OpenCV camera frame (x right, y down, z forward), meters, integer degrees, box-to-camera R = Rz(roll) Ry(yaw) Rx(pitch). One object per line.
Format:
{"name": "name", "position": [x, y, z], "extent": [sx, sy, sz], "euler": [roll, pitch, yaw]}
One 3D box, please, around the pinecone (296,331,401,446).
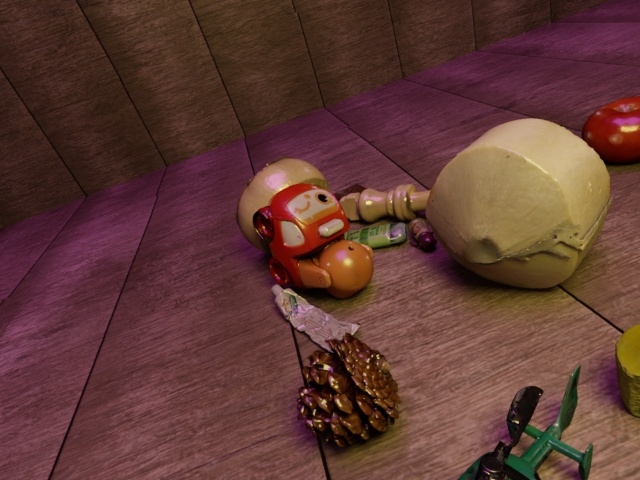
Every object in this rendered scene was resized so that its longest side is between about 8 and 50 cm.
{"name": "pinecone", "position": [0.038, 0.232, 0.618], "extent": [0.174, 0.173, 0.173], "euler": [-15, 31, 9]}

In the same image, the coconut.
{"name": "coconut", "position": [0.363, -0.065, 0.767], "extent": [0.323, 0.323, 0.323], "euler": [-15, 31, 9]}

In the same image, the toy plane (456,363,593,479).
{"name": "toy plane", "position": [0.203, 0.280, 0.443], "extent": [0.382, 0.155, 0.106], "euler": [-19, 25, -34]}

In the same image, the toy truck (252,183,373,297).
{"name": "toy truck", "position": [0.000, 0.000, 0.912], "extent": [0.189, 0.264, 0.239], "euler": [-29, 20, -36]}

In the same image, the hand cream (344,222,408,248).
{"name": "hand cream", "position": [0.136, -0.009, 1.043], "extent": [0.175, 0.046, 0.095], "euler": [-8, 35, 22]}

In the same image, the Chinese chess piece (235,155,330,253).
{"name": "Chinese chess piece", "position": [-0.097, -0.091, 1.093], "extent": [0.270, 0.270, 0.112], "euler": [-36, 60, -25]}

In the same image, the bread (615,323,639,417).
{"name": "bread", "position": [0.449, 0.167, 0.509], "extent": [0.129, 0.114, 0.111], "euler": [9, 40, 40]}

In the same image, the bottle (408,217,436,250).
{"name": "bottle", "position": [0.250, -0.014, 0.984], "extent": [0.047, 0.063, 0.101], "euler": [9, 30, -14]}

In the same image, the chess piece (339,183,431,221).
{"name": "chess piece", "position": [0.225, -0.099, 1.081], "extent": [0.397, 0.117, 0.117], "euler": [-1, 35, 32]}

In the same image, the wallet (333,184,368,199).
{"name": "wallet", "position": [0.124, -0.137, 1.278], "extent": [0.095, 0.026, 0.176], "euler": [-27, 31, -17]}

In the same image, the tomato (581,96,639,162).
{"name": "tomato", "position": [0.768, -0.274, 1.015], "extent": [0.195, 0.136, 0.195], "euler": [-17, 30, 10]}

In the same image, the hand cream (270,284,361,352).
{"name": "hand cream", "position": [-0.027, 0.160, 0.866], "extent": [0.084, 0.050, 0.257], "euler": [-39, 40, -25]}
